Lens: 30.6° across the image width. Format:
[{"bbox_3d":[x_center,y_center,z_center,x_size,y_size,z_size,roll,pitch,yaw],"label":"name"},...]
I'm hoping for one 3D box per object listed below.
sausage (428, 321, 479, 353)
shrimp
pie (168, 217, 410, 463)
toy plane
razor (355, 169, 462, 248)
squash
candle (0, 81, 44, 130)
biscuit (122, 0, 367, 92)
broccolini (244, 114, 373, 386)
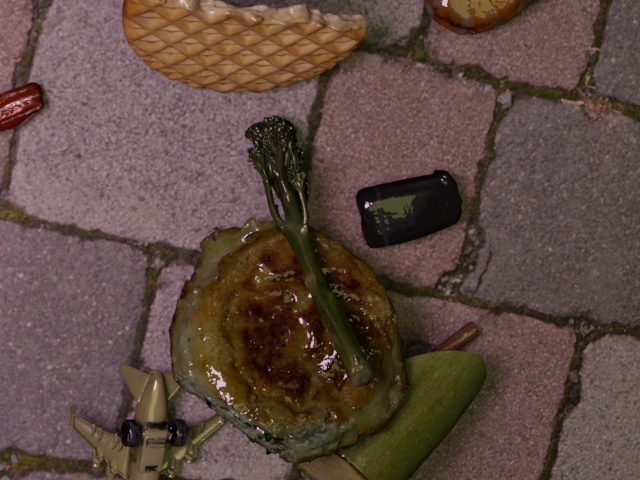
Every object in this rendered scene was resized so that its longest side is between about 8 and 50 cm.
[{"bbox_3d":[0.185,0.164,1.730,0.116,0.026,0.026,-37,106,-4],"label":"sausage"},{"bbox_3d":[0.268,-0.398,1.633,0.287,0.063,0.152,-31,94,-5],"label":"shrimp"},{"bbox_3d":[-0.040,0.125,1.559,0.354,0.103,0.288,38,65,6],"label":"pie"},{"bbox_3d":[-0.241,0.287,1.622,0.229,0.092,0.244,4,97,-28],"label":"toy plane"},{"bbox_3d":[0.127,-0.045,1.663,0.148,0.054,0.090,-15,107,-9],"label":"razor"},{"bbox_3d":[0.092,0.243,1.678,0.189,0.189,0.260,49,64,-16],"label":"squash"},{"bbox_3d":[-0.509,-0.121,1.503,0.329,0.048,0.051,-25,96,-8],"label":"candle"},{"bbox_3d":[-0.111,-0.249,1.501,0.308,0.204,0.040,5,66,-21],"label":"biscuit"},{"bbox_3d":[-0.005,0.001,1.522,0.078,0.074,0.392,-20,66,-10],"label":"broccolini"}]
